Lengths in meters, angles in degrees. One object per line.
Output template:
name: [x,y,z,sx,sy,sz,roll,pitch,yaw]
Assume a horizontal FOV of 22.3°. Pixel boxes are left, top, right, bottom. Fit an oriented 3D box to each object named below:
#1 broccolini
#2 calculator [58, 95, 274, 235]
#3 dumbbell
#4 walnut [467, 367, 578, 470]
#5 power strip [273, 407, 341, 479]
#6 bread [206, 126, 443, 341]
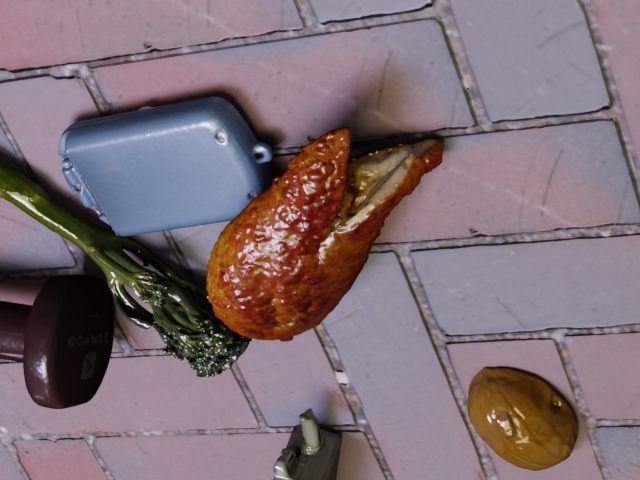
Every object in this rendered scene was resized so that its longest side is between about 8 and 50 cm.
broccolini: [-0.230,-0.005,1.470,0.392,0.078,0.074,33,153,-9]
calculator: [-0.132,-0.062,1.411,0.210,0.039,0.121,-9,128,29]
dumbbell: [-0.319,0.083,1.552,0.225,0.140,0.124,7,94,19]
walnut: [0.179,0.172,1.480,0.121,0.052,0.091,43,135,-14]
power strip: [-0.020,0.274,1.629,0.053,0.093,0.288,15,135,8]
bread: [-0.008,0.002,1.358,0.139,0.095,0.269,-2,152,-35]
